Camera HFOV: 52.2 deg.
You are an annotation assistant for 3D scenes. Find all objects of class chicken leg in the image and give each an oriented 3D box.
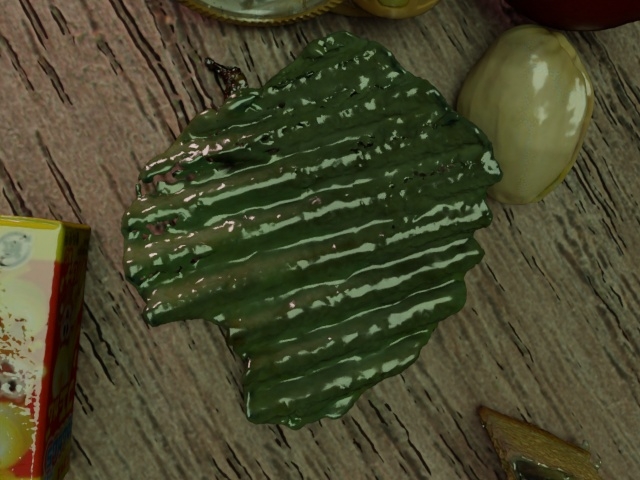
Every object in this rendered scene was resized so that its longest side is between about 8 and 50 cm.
[{"bbox_3d":[-0.098,-0.173,0.735,0.036,0.021,0.083,-26,94,7],"label":"chicken leg"}]

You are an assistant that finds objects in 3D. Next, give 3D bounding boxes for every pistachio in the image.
[{"bbox_3d":[0.231,-0.142,0.747,0.145,0.117,0.200,14,114,29],"label":"pistachio"}]

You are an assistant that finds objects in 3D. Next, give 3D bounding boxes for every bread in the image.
[{"bbox_3d":[0.237,0.266,0.737,0.152,0.147,0.127,37,97,-1],"label":"bread"}]

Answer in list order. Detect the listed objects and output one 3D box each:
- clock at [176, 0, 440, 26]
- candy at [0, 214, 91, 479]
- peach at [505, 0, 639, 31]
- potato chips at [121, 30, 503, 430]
[{"bbox_3d":[-0.019,-0.334,0.648,0.317,0.244,0.200,-4,71,-5],"label":"clock"},{"bbox_3d":[-0.293,0.114,0.643,0.088,0.146,0.275,5,88,-10],"label":"candy"},{"bbox_3d":[0.233,-0.376,0.679,0.362,0.201,0.257,44,54,-26],"label":"peach"},{"bbox_3d":[0.005,-0.006,0.709,0.389,0.097,0.373,-41,101,-1],"label":"potato chips"}]
